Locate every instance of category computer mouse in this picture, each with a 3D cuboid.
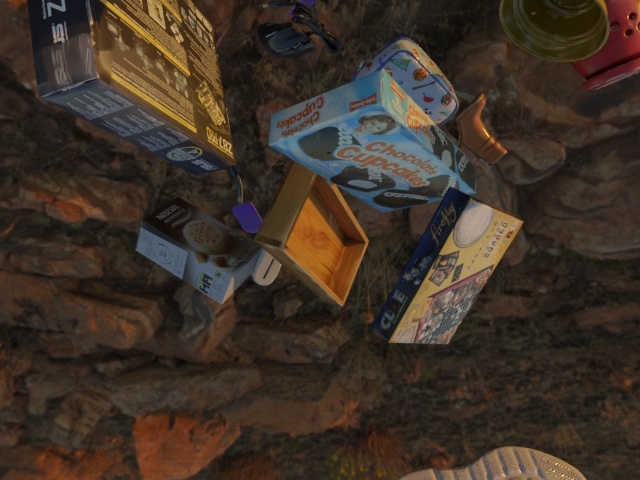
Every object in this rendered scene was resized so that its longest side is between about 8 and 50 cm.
[{"bbox_3d":[-0.089,-0.483,1.067,0.262,0.060,0.184,21,179,38],"label":"computer mouse"}]

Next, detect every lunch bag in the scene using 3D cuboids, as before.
[{"bbox_3d":[0.241,-0.436,1.361,0.303,0.114,0.243,33,129,-29],"label":"lunch bag"}]

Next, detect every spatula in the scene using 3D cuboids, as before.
[{"bbox_3d":[-0.232,-0.158,1.268,0.084,0.030,0.296,-11,101,34],"label":"spatula"}]

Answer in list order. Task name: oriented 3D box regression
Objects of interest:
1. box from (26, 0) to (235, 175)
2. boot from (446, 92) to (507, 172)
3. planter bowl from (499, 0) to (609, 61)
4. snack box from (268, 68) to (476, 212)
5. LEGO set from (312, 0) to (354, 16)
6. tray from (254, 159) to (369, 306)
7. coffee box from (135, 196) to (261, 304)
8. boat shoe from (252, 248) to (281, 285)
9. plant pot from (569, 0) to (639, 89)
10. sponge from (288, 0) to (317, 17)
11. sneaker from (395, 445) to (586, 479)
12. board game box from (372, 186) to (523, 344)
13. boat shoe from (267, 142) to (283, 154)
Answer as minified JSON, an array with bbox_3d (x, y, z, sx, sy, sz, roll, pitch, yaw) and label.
[{"bbox_3d":[-0.275,-0.307,0.735,0.097,0.318,0.395,-15,172,12],"label":"box"},{"bbox_3d":[0.417,-0.273,1.177,0.152,0.073,0.197,41,158,10],"label":"boot"},{"bbox_3d":[0.482,-0.469,0.914,0.217,0.090,0.217,33,175,3],"label":"planter bowl"},{"bbox_3d":[0.097,-0.131,0.715,0.187,0.060,0.322,-10,159,36],"label":"snack box"},{"bbox_3d":[-0.014,-0.739,1.168,0.192,0.255,0.331,-33,126,-5],"label":"LEGO set"},{"bbox_3d":[0.000,0.000,1.086,0.076,0.202,0.411,15,162,26],"label":"tray"},{"bbox_3d":[-0.286,0.019,1.077,0.247,0.141,0.098,30,126,5],"label":"coffee box"},{"bbox_3d":[-0.143,0.004,1.493,0.109,0.094,0.302,26,103,-31],"label":"boat shoe"},{"bbox_3d":[0.690,-0.466,1.087,0.191,0.191,0.174,-19,94,25],"label":"plant pot"},{"bbox_3d":[0.006,-0.613,1.084,0.031,0.117,0.210,39,162,-26],"label":"sponge"},{"bbox_3d":[0.264,0.437,0.758,0.322,0.124,0.180,-4,138,3],"label":"sneaker"},{"bbox_3d":[0.199,0.051,0.710,0.165,0.042,0.243,14,109,-41],"label":"board game box"},{"bbox_3d":[-0.088,-0.289,1.440,0.153,0.048,0.056,18,160,-8],"label":"boat shoe"}]
